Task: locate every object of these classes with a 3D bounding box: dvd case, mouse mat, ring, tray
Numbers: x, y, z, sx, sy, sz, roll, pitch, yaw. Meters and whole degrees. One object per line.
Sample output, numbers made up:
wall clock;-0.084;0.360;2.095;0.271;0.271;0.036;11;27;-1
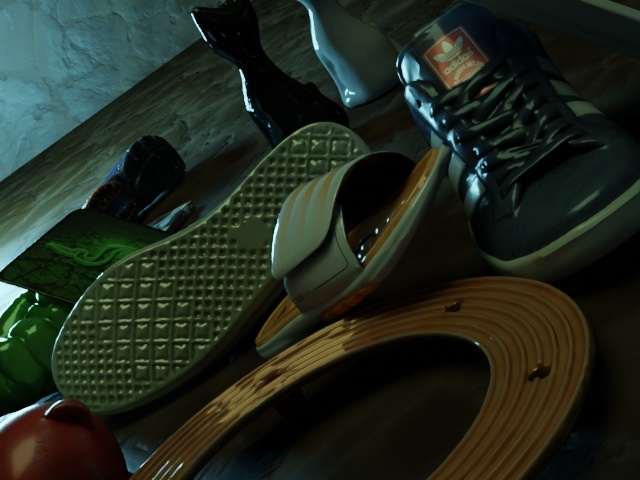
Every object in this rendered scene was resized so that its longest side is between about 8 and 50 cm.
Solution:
dvd case;-0.206;0.001;1.538;0.087;0.013;0.119;-26;21;30
mouse mat;-0.203;0.023;1.275;0.190;0.007;0.152;16;35;18
ring;0.004;0.128;0.726;0.337;0.032;0.336;-29;17;10
tray;0.173;-0.167;0.920;0.145;0.270;0.030;-104;32;-72

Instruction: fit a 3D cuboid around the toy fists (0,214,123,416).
toy fists;-0.262;0.070;1.324;0.142;0.096;0.279;-22;20;30

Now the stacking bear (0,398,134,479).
stacking bear;-0.267;0.206;0.886;0.289;0.175;0.164;-24;25;6

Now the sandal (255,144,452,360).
sandal;-0.005;0.008;0.906;0.265;0.076;0.102;-45;12;50

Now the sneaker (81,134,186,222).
sneaker;-0.264;-0.067;1.728;0.087;0.083;0.221;-30;12;45

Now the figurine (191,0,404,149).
figurine;-0.022;-0.222;1.440;0.092;0.209;0.215;-14;27;51

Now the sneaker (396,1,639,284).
sneaker;0.124;-0.084;0.891;0.131;0.148;0.350;-35;17;4

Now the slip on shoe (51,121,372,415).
slip on shoe;-0.084;0.032;1.090;0.331;0.123;0.101;-41;-15;0
